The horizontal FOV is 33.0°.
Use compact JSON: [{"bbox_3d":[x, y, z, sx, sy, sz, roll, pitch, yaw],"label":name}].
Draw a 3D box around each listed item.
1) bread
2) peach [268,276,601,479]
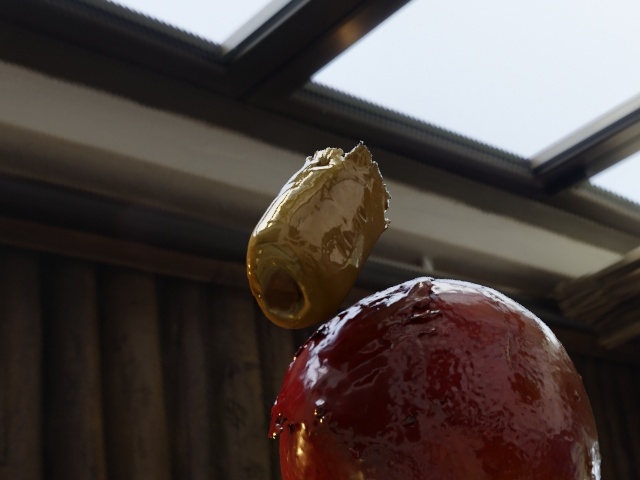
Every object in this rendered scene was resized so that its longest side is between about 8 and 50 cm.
[{"bbox_3d":[0.002,0.001,1.048,0.134,0.085,0.173,79,-149,-41],"label":"bread"},{"bbox_3d":[0.108,0.206,1.099,0.370,0.370,0.370,29,-135,-34],"label":"peach"}]
